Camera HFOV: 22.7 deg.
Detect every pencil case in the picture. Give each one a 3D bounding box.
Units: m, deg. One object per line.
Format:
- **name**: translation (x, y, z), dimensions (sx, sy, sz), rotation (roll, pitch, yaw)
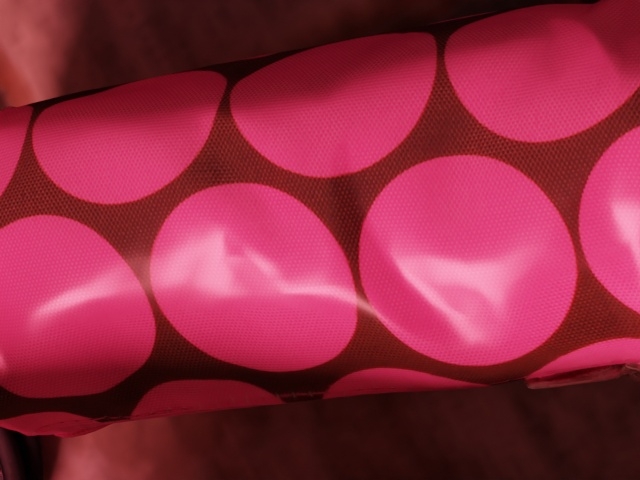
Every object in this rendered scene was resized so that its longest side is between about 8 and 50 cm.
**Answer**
- **pencil case**: translation (0.000, 0.000, 0.408), dimensions (0.209, 0.095, 0.098), rotation (-7, 106, 19)

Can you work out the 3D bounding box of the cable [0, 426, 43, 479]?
- **cable**: translation (-0.157, 0.065, 0.457), dimensions (0.150, 0.047, 0.184), rotation (39, 87, -1)
